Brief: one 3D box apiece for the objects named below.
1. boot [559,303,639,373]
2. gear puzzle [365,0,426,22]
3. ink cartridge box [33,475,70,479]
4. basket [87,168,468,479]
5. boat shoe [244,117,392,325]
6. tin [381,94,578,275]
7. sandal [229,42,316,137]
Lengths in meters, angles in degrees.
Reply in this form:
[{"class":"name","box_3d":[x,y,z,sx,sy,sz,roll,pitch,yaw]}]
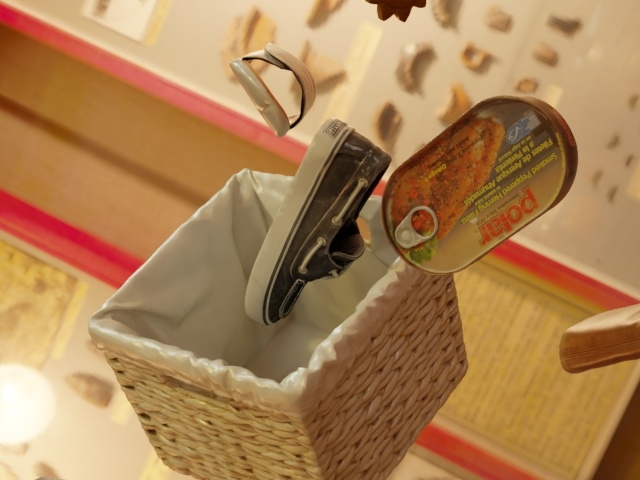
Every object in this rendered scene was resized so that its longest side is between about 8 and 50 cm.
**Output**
[{"class":"boot","box_3d":[0.344,0.046,0.928,0.264,0.096,0.280,-21,-8,-14]},{"class":"gear puzzle","box_3d":[0.017,-0.326,1.069,0.175,0.044,0.339,-48,-48,-10]},{"class":"ink cartridge box","box_3d":[-0.255,0.434,1.521,0.060,0.238,0.275,-20,-75,-52]},{"class":"basket","box_3d":[-0.036,0.128,1.513,0.331,0.328,0.266,-47,-45,-36]},{"class":"boat shoe","box_3d":[0.000,0.000,1.452,0.108,0.102,0.301,-47,-14,-54]},{"class":"tin","box_3d":[0.132,-0.045,1.054,0.189,0.106,0.040,-38,-15,34]},{"class":"sandal","box_3d":[-0.051,-0.187,1.475,0.076,0.102,0.265,-33,10,1]}]
